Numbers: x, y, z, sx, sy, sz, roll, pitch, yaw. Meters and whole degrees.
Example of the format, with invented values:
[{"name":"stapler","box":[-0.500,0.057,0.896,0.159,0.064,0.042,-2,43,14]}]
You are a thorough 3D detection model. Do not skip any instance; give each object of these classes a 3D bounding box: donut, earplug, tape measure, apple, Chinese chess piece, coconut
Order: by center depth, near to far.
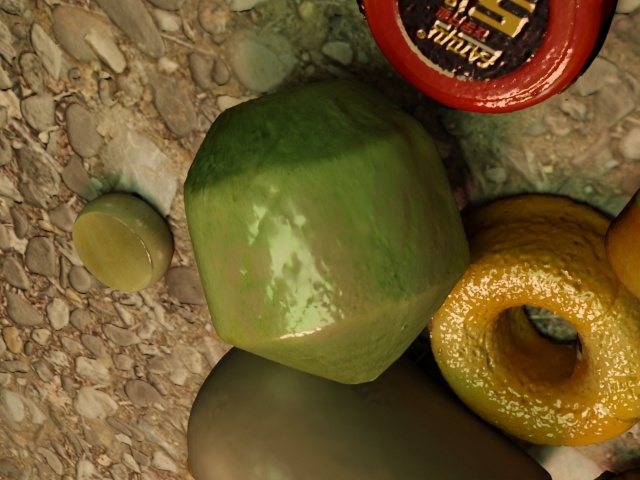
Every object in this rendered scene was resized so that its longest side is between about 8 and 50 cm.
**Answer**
[{"name":"tape measure","box":[0.153,-0.248,0.922,0.253,0.114,0.260,31,135,8]},{"name":"apple","box":[0.352,-0.006,0.947,0.147,0.146,0.163,25,132,19]},{"name":"coconut","box":[0.000,0.000,1.059,0.328,0.281,0.328,16,116,36]},{"name":"donut","box":[0.245,0.102,1.107,0.303,0.110,0.303,15,127,20]},{"name":"earplug","box":[0.031,0.272,1.200,0.394,0.312,0.313,40,133,14]},{"name":"Chinese chess piece","box":[-0.271,0.003,1.378,0.144,0.058,0.144,16,129,21]}]

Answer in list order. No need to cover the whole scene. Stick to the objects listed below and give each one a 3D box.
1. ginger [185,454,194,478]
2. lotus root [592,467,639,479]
[{"name":"ginger","box":[-0.155,0.368,1.569,0.137,0.044,0.057,2,151,37]},{"name":"lotus root","box":[0.408,0.342,1.171,0.209,0.120,0.120,26,130,14]}]
